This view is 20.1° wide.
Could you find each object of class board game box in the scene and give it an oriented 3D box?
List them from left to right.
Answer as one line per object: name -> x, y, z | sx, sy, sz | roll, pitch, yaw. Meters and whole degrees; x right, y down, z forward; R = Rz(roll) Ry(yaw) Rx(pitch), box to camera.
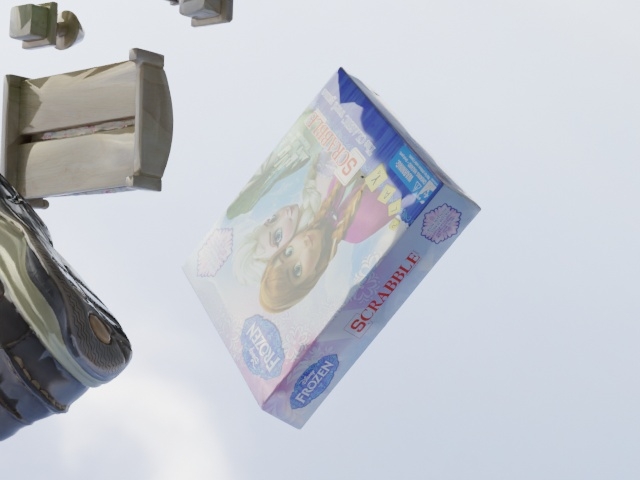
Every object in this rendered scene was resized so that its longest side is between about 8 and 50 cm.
board game box -> 0.000, 0.000, 2.048 | 0.066, 0.318, 0.318 | 31, -167, -33

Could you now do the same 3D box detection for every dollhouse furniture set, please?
dollhouse furniture set -> -0.157, -0.137, 1.833 | 0.174, 0.303, 0.355 | 10, -101, -50

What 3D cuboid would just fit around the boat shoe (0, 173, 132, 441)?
boat shoe -> -0.262, 0.017, 1.297 | 0.132, 0.130, 0.355 | 53, 175, -37
